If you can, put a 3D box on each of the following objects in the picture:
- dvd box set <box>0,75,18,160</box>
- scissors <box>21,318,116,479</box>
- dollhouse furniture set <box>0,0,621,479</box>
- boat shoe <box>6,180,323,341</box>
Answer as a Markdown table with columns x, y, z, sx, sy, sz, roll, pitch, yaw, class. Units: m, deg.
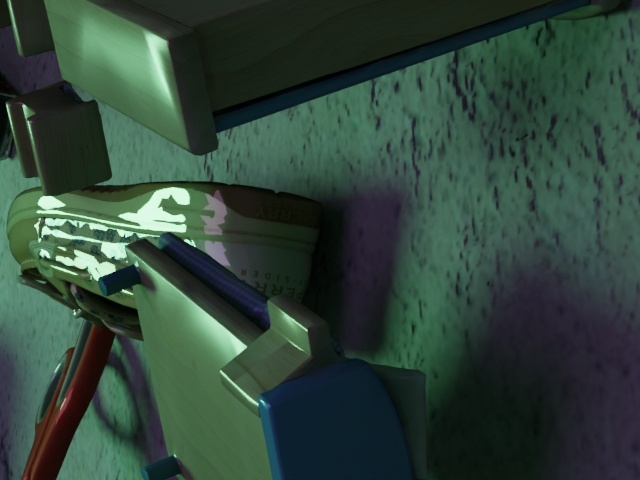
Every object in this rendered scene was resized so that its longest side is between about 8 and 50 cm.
| x | y | z | sx | sy | sz | roll | pitch | yaw | class |
| --- | --- | --- | --- | --- | --- | --- | --- | --- | --- |
| -0.449 | -0.183 | 1.421 | 0.420 | 0.308 | 0.062 | 43 | 120 | 54 | dvd box set |
| -0.173 | 0.152 | 1.056 | 0.109 | 0.021 | 0.297 | -51 | 17 | 40 | scissors |
| 0.000 | 0.000 | 0.816 | 0.286 | 0.198 | 0.303 | 31 | 136 | 57 | dollhouse furniture set |
| -0.103 | 0.017 | 0.994 | 0.285 | 0.105 | 0.089 | -3 | 81 | 59 | boat shoe |
